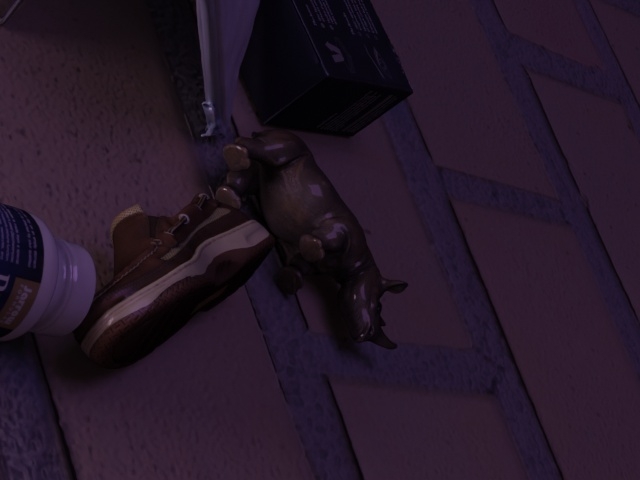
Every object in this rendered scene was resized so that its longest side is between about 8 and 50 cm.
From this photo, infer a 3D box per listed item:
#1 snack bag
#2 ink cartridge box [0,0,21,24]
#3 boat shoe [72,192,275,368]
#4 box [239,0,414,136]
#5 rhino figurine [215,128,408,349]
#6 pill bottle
[{"bbox_3d":[-0.050,-0.296,1.433,0.037,0.323,0.342,13,69,3],"label":"snack bag"},{"bbox_3d":[-0.160,-0.376,1.406,0.071,0.330,0.324,38,32,-14],"label":"ink cartridge box"},{"bbox_3d":[-0.133,0.022,1.291,0.095,0.095,0.257,43,23,7],"label":"boat shoe"},{"bbox_3d":[-0.010,-0.197,1.664,0.158,0.093,0.156,3,57,-55],"label":"box"},{"bbox_3d":[0.000,0.000,1.502,0.243,0.073,0.106,53,33,-6],"label":"rhino figurine"},{"bbox_3d":[-0.238,0.017,1.125,0.169,0.094,0.094,18,46,-45],"label":"pill bottle"}]
